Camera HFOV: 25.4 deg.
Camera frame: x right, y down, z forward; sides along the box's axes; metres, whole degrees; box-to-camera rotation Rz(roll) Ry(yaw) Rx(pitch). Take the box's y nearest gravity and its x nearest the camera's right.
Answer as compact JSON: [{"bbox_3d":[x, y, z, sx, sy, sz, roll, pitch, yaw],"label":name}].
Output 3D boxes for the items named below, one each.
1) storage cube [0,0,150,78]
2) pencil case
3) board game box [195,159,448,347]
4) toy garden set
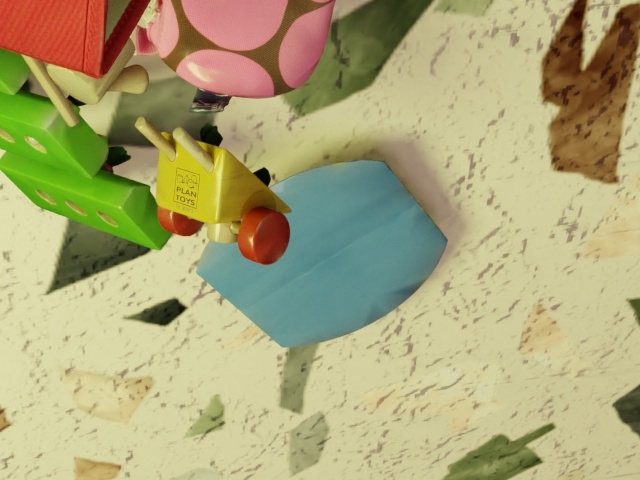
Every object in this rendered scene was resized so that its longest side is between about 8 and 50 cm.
[{"bbox_3d":[-0.128,-0.200,0.489,0.193,0.183,0.215,18,134,2],"label":"storage cube"},{"bbox_3d":[-0.030,-0.165,0.674,0.098,0.095,0.209,10,131,-6],"label":"pencil case"},{"bbox_3d":[0.000,0.000,0.900,0.133,0.033,0.168,-32,141,10],"label":"board game box"},{"bbox_3d":[-0.130,-0.081,0.687,0.049,0.204,0.244,-57,139,-18],"label":"toy garden set"}]
